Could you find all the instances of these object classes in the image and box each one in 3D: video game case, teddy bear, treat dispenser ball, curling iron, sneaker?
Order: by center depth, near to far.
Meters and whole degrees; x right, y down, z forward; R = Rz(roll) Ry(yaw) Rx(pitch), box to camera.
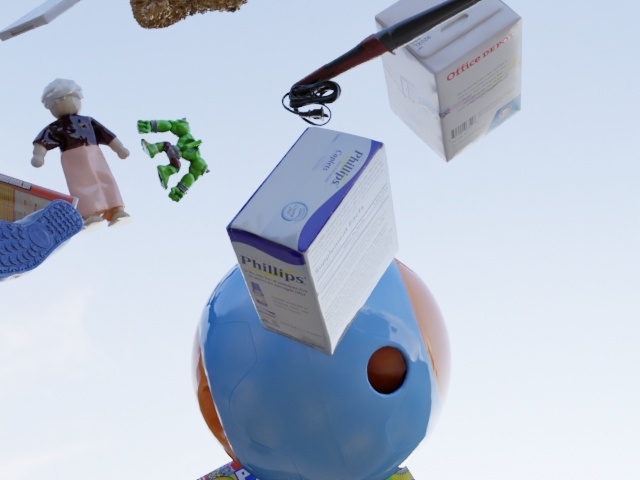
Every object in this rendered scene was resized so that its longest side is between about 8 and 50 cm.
[{"bbox_3d":[0.001,0.133,0.899,0.288,0.288,0.288,6,-39,5],"label":"treat dispenser ball"},{"bbox_3d":[0.078,-0.223,0.970,0.274,0.068,0.035,-31,-19,3],"label":"curling iron"},{"bbox_3d":[-0.404,0.016,1.064,0.090,0.232,0.081,-35,-87,22],"label":"sneaker"},{"bbox_3d":[-0.198,-0.500,1.519,0.338,0.245,0.113,-7,-43,-2],"label":"teddy bear"},{"bbox_3d":[-0.520,-0.466,1.603,0.183,0.201,0.023,-1,-51,43],"label":"video game case"},{"bbox_3d":[-0.632,-0.083,1.606,0.285,0.025,0.204,18,-25,-15],"label":"video game case"}]

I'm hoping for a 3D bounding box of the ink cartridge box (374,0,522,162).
[{"bbox_3d":[0.215,-0.288,1.338,0.171,0.168,0.232,-35,-31,-9],"label":"ink cartridge box"}]

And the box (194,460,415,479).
[{"bbox_3d":[-0.007,0.414,1.094,0.290,0.279,0.177,-24,-26,-21],"label":"box"}]

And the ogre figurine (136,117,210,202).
[{"bbox_3d":[-0.330,-0.196,1.851,0.118,0.197,0.097,-25,-15,-20],"label":"ogre figurine"}]

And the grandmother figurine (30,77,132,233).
[{"bbox_3d":[-0.515,-0.188,1.719,0.208,0.342,0.104,-9,-14,-45],"label":"grandmother figurine"}]

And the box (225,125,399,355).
[{"bbox_3d":[0.000,0.000,0.661,0.072,0.126,0.137,19,-35,26],"label":"box"}]
